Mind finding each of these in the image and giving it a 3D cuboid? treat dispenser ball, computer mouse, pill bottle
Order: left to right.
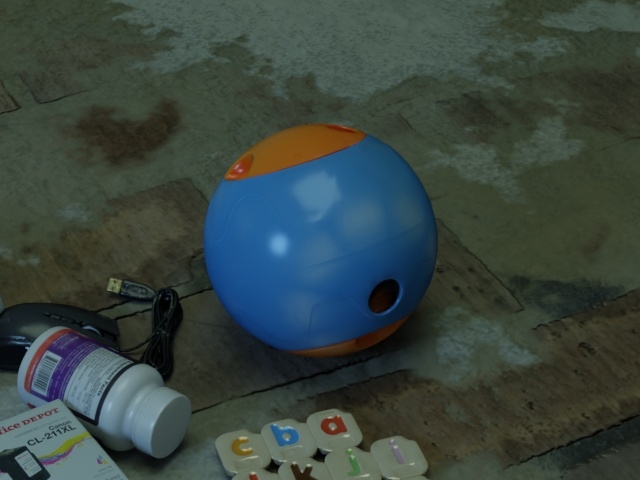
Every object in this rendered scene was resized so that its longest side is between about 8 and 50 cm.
[{"bbox_3d":[-0.302,0.094,2.291,0.262,0.060,0.184,6,38,8],"label":"computer mouse"},{"bbox_3d":[-0.251,0.183,2.133,0.193,0.108,0.108,23,43,26],"label":"pill bottle"},{"bbox_3d":[0.000,0.000,2.228,0.288,0.288,0.288,0,37,0],"label":"treat dispenser ball"}]

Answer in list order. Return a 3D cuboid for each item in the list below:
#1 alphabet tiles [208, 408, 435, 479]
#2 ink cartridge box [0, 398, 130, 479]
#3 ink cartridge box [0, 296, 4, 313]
[{"bbox_3d":[-0.005,0.300,2.049,0.284,0.021,0.278,-12,39,-15],"label":"alphabet tiles"},{"bbox_3d":[-0.303,0.272,2.026,0.127,0.072,0.175,-21,46,-32],"label":"ink cartridge box"},{"bbox_3d":[-0.565,0.105,2.174,0.223,0.129,0.307,5,32,28],"label":"ink cartridge box"}]
